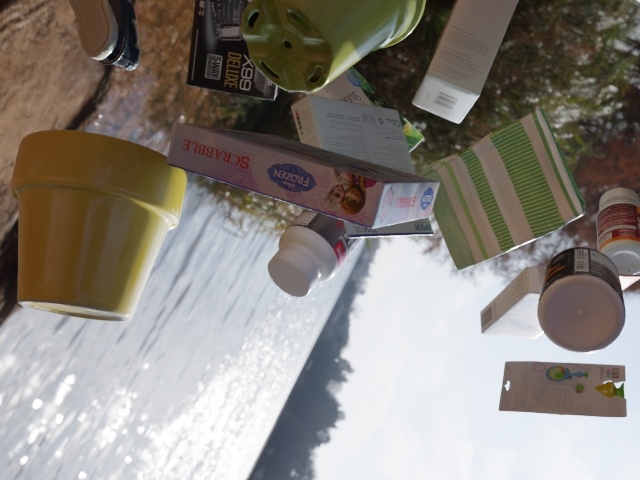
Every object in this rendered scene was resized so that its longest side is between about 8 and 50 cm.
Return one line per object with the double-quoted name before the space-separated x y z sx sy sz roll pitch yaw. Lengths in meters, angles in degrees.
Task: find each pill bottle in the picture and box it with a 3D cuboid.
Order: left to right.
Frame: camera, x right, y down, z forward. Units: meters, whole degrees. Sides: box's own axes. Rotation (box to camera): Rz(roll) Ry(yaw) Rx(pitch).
"pill bottle" 0.000 0.000 1.882 0.318 0.176 0.176 -49 169 -37
"pill bottle" 0.436 0.087 1.189 0.130 0.130 0.245 -64 168 21
"pill bottle" 0.769 -0.026 1.808 0.121 0.121 0.221 114 -4 -48

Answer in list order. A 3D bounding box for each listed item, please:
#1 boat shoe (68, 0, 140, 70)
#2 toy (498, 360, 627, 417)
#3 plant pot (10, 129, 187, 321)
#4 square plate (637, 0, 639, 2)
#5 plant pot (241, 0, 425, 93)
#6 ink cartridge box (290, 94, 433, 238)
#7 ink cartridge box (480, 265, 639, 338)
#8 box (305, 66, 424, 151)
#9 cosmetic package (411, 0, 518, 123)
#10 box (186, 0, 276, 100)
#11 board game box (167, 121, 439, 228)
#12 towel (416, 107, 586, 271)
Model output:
"boat shoe" -0.332 -0.376 1.107 0.095 0.254 0.079 -33 152 22
"toy" 0.489 0.310 1.429 0.137 0.237 0.056 -63 140 -48
"plant pot" -0.347 -0.009 1.069 0.254 0.254 0.239 105 -7 -75
"square plate" 0.558 -0.412 1.036 0.049 0.347 0.344 -33 -139 58
"plant pot" 0.005 -0.396 1.232 0.254 0.276 0.276 -53 172 -33
"ink cartridge box" 0.101 -0.155 1.611 0.071 0.330 0.324 -23 166 40
"ink cartridge box" 0.530 0.148 1.589 0.296 0.261 0.066 107 -13 -65
"box" 0.126 -0.346 1.948 0.058 0.322 0.232 -44 -179 35
"cosmetic package" 0.395 -0.527 1.900 0.197 0.155 0.365 110 3 -74
"box" -0.214 -0.545 1.879 0.076 0.242 0.307 -83 -176 -68
"board game box" -0.010 -0.101 1.074 0.318 0.318 0.066 -11 118 -67
"towel" 0.371 -0.100 1.495 0.325 0.248 0.038 -28 171 41
